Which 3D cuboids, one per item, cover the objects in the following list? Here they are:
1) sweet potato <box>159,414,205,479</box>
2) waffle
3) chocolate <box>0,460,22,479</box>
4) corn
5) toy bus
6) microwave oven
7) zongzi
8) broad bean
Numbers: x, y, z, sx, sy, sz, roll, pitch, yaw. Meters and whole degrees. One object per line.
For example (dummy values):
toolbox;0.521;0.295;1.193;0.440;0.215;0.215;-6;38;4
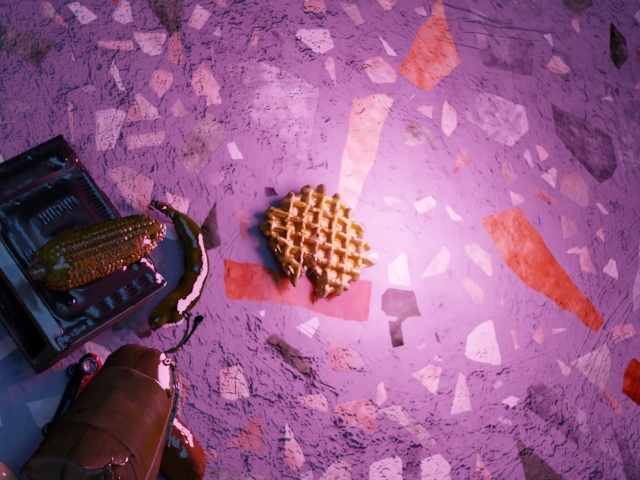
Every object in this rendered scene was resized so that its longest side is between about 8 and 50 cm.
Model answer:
sweet potato;-0.310;0.351;1.794;0.097;0.097;0.291;-24;84;-33
waffle;-0.001;0.001;2.118;0.250;0.056;0.261;-28;83;-34
chocolate;-0.606;0.440;1.462;0.297;0.326;0.314;-61;145;-29
corn;-0.389;0.018;1.622;0.262;0.097;0.097;-21;82;-36
toy bus;-0.447;0.311;1.745;0.089;0.081;0.195;31;59;-26
microwave oven;-0.503;0.020;1.743;0.286;0.218;0.354;-34;89;-32
zongzi;-0.342;0.380;1.706;0.182;0.418;0.447;7;36;18
broad bean;-0.296;0.058;1.933;0.144;0.049;0.291;14;61;-34
